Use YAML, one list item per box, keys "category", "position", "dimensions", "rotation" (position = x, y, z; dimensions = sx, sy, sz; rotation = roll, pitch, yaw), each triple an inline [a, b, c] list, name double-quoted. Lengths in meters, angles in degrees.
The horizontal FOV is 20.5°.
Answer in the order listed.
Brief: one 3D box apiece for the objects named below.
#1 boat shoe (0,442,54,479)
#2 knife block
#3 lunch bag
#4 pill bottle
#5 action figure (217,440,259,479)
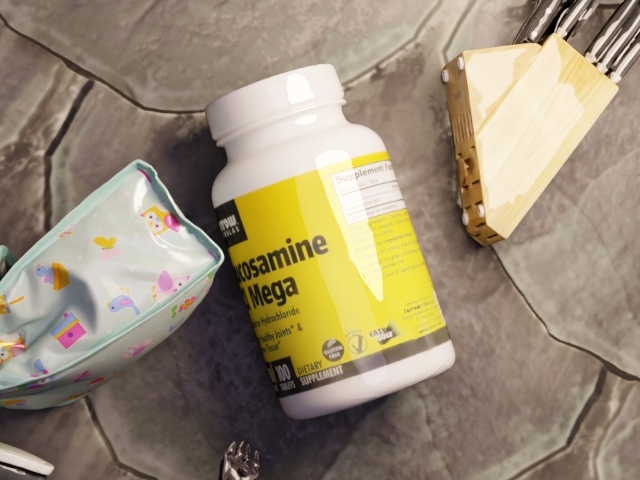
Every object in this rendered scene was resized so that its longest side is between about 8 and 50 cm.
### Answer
- category: "boat shoe"
  position: [-0.418, 0.223, 1.748]
  dimensions: [0.302, 0.114, 0.091]
  rotation: [12, 82, 3]
- category: "knife block"
  position: [0.264, -0.144, 1.914]
  dimensions: [0.242, 0.088, 0.275]
  rotation: [-6, 85, -10]
- category: "lunch bag"
  position: [-0.238, 0.063, 1.734]
  dimensions: [0.262, 0.223, 0.160]
  rotation: [-39, 87, -10]
- category: "pill bottle"
  position: [0.000, 0.000, 1.802]
  dimensions: [0.188, 0.188, 0.334]
  rotation: [-19, 88, -12]
- category: "action figure"
  position: [-0.125, 0.334, 1.766]
  dimensions: [0.164, 0.141, 0.275]
  rotation: [44, 116, 3]
